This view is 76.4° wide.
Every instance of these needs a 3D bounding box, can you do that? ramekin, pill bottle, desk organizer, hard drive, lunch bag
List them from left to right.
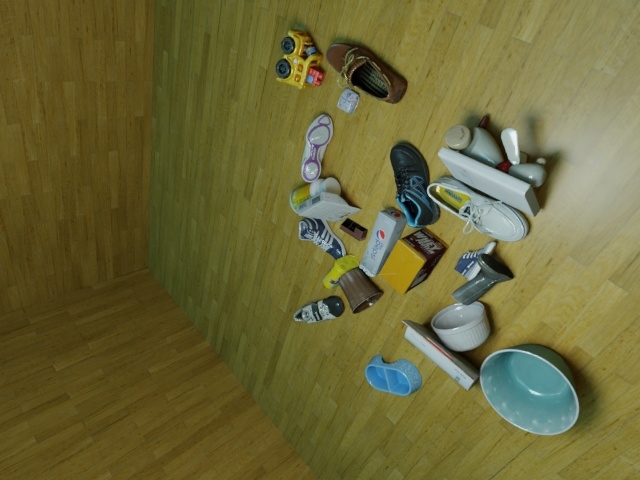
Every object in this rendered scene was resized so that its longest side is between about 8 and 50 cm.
[{"bbox_3d":[-0.023,-0.213,1.926,0.245,0.136,0.136,-17,93,47],"label":"pill bottle"},{"bbox_3d":[0.117,-0.584,1.701,0.071,0.053,0.083,41,122,25],"label":"lunch bag"},{"bbox_3d":[0.153,-0.052,1.880,0.130,0.047,0.050,34,125,31],"label":"desk organizer"},{"bbox_3d":[0.536,0.327,1.536,0.207,0.207,0.109,-19,101,47],"label":"ramekin"},{"bbox_3d":[0.539,-0.190,1.305,0.307,0.203,0.040,38,97,38],"label":"hard drive"}]

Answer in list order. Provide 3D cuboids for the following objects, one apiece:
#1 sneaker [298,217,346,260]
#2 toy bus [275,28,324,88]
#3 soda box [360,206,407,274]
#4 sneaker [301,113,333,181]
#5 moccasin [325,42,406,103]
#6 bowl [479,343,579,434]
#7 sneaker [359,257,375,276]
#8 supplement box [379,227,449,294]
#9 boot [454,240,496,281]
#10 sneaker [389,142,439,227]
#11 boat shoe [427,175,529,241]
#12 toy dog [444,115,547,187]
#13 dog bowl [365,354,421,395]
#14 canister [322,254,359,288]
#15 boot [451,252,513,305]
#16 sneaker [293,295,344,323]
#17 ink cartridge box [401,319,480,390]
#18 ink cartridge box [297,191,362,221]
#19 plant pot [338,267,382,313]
[{"bbox_3d":[0.000,0.000,1.975,0.282,0.153,0.099,58,137,11],"label":"sneaker"},{"bbox_3d":[-0.065,-0.766,1.758,0.211,0.149,0.220,31,124,17],"label":"toy bus"},{"bbox_3d":[0.272,0.005,1.745,0.091,0.098,0.286,38,129,30],"label":"soda box"},{"bbox_3d":[-0.033,-0.427,1.865,0.152,0.114,0.305,-119,46,-70],"label":"sneaker"},{"bbox_3d":[0.152,-0.645,1.570,0.380,0.147,0.139,49,134,20],"label":"moccasin"},{"bbox_3d":[0.741,0.489,1.417,0.311,0.163,0.312,19,118,40],"label":"bowl"},{"bbox_3d":[0.223,0.119,1.882,0.098,0.038,0.069,36,129,29],"label":"sneaker"},{"bbox_3d":[0.368,0.079,1.605,0.129,0.194,0.191,43,132,25],"label":"supplement box"},{"bbox_3d":[0.563,0.063,1.494,0.086,0.069,0.190,38,131,25],"label":"boot"},{"bbox_3d":[0.345,-0.211,1.555,0.125,0.139,0.341,-27,85,49],"label":"sneaker"},{"bbox_3d":[0.523,-0.105,1.404,0.367,0.156,0.136,41,131,27],"label":"boat shoe"},{"bbox_3d":[0.569,-0.293,1.288,0.333,0.220,0.161,36,97,21],"label":"toy dog"},{"bbox_3d":[0.338,0.652,1.953,0.297,0.074,0.166,-6,101,46],"label":"dog bowl"},{"bbox_3d":[0.095,0.154,1.963,0.073,0.126,0.170,55,138,20],"label":"canister"},{"bbox_3d":[0.556,0.146,1.464,0.189,0.076,0.208,31,134,-24],"label":"boot"},{"bbox_3d":[-0.016,0.384,2.155,0.330,0.146,0.123,-26,85,46],"label":"sneaker"},{"bbox_3d":[0.450,0.440,1.552,0.308,0.385,0.091,39,96,28],"label":"ink cartridge box"},{"bbox_3d":[0.041,-0.149,1.841,0.189,0.232,0.066,-25,69,48],"label":"ink cartridge box"},{"bbox_3d":[0.176,0.226,1.895,0.165,0.167,0.167,57,137,23],"label":"plant pot"}]
